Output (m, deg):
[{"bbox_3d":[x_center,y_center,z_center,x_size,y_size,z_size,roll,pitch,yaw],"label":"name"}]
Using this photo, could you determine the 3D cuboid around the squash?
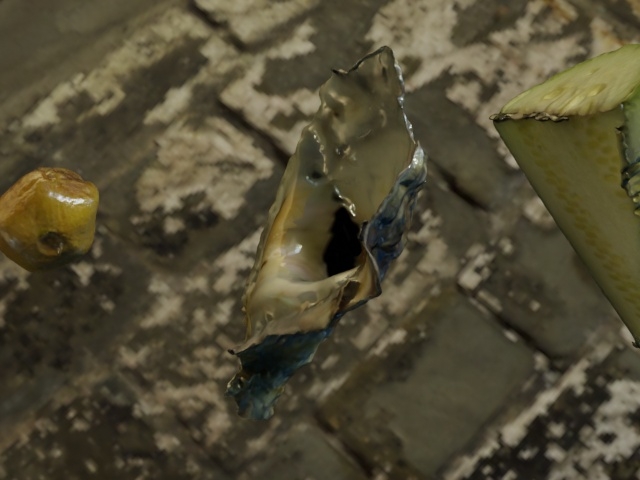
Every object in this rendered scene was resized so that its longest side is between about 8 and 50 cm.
[{"bbox_3d":[0.247,-0.009,0.847,0.093,0.252,0.169,-39,-166,-13],"label":"squash"}]

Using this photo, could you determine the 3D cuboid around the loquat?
[{"bbox_3d":[-0.314,-0.027,1.423,0.113,0.137,0.137,37,93,-22],"label":"loquat"}]

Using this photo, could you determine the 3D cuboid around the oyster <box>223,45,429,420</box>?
[{"bbox_3d":[0.010,0.003,0.994,0.271,0.100,0.275,141,-33,-67],"label":"oyster"}]
